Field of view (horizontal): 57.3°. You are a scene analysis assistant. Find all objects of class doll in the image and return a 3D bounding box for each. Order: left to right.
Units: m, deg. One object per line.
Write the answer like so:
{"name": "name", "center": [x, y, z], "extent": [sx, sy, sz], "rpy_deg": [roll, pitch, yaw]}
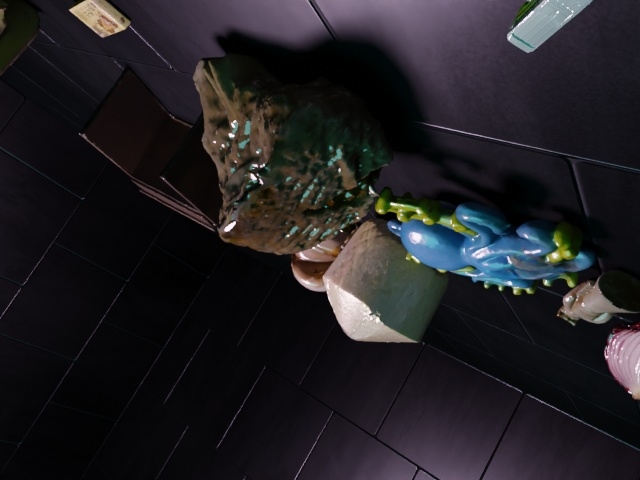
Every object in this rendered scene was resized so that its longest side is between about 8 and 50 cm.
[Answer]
{"name": "doll", "center": [0.246, -0.005, 0.909], "extent": [0.341, 0.098, 0.346], "rpy_deg": [8, 163, 34]}

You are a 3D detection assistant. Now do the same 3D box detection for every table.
{"name": "table", "center": [-0.331, -0.196, 1.313], "extent": [0.251, 0.196, 0.282], "rpy_deg": [28, 169, 20]}

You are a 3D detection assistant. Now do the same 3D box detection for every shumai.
{"name": "shumai", "center": [-0.057, -0.147, 0.863], "extent": [0.217, 0.283, 0.346], "rpy_deg": [-6, 149, -21]}

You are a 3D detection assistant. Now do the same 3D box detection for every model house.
{"name": "model house", "center": [-0.670, -0.462, 1.069], "extent": [0.218, 0.204, 0.279], "rpy_deg": [32, 163, -10]}

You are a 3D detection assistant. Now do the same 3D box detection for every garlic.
{"name": "garlic", "center": [0.000, 0.000, 1.407], "extent": [0.207, 0.207, 0.257], "rpy_deg": [20, 166, 48]}

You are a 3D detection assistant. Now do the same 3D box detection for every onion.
{"name": "onion", "center": [0.530, 0.171, 0.879], "extent": [0.099, 0.151, 0.206], "rpy_deg": [-1, -173, -10]}

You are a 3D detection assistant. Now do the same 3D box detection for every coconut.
{"name": "coconut", "center": [0.128, 0.098, 1.216], "extent": [0.239, 0.244, 0.239], "rpy_deg": [31, 178, 1]}

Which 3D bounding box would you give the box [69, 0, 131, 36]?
{"name": "box", "center": [-0.384, -0.390, 1.015], "extent": [0.073, 0.020, 0.149], "rpy_deg": [38, 167, -34]}

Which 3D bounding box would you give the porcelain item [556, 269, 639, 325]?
{"name": "porcelain item", "center": [0.428, 0.095, 0.913], "extent": [0.084, 0.054, 0.213], "rpy_deg": [32, 170, 10]}

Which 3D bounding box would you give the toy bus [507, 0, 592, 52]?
{"name": "toy bus", "center": [0.168, -0.171, 0.418], "extent": [0.031, 0.037, 0.083], "rpy_deg": [31, 170, -5]}
